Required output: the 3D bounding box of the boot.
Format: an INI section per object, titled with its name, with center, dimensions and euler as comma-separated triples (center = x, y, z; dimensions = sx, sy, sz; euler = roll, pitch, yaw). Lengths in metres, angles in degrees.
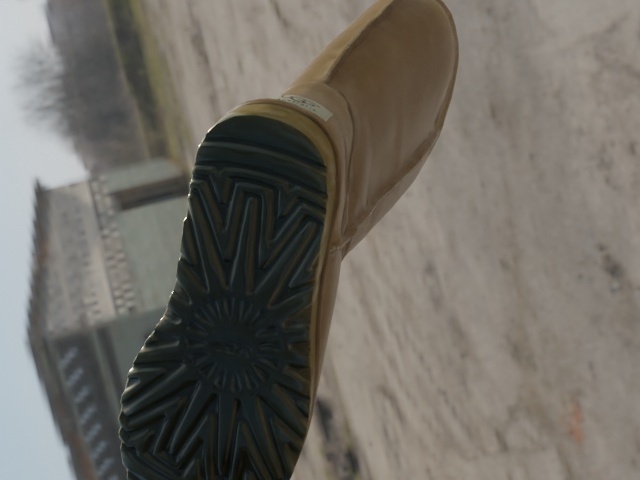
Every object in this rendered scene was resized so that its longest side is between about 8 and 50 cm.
[boot]
center = 0.000, 0.000, 0.767
dimensions = 0.269, 0.089, 0.236
euler = -49, -20, -65
